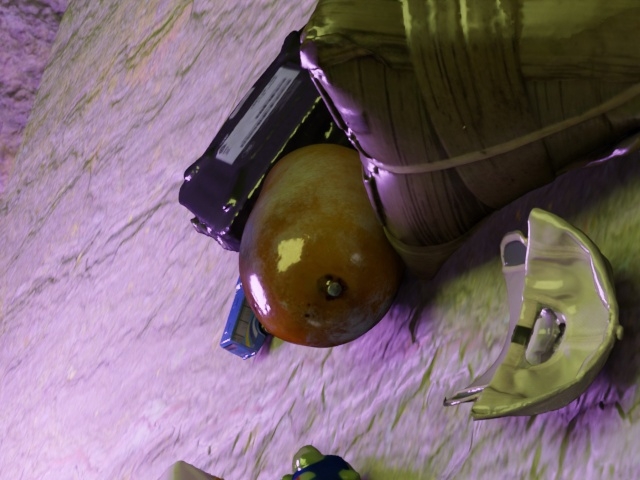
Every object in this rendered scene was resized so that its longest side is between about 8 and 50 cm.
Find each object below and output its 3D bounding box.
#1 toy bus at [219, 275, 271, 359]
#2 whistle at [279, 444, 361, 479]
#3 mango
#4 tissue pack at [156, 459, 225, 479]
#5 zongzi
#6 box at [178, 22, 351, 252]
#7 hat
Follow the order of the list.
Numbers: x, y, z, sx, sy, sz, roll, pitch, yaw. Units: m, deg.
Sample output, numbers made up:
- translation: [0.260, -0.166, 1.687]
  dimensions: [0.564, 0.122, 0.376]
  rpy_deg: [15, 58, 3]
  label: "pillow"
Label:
- translation: [-0.088, 0.084, 2.464]
  dimensions: [0.051, 0.061, 0.153]
  rpy_deg: [-26, 43, 57]
  label: "toy bus"
- translation: [0.005, 0.290, 2.035]
  dimensions: [0.105, 0.085, 0.227]
  rpy_deg: [-50, 25, 9]
  label: "whistle"
- translation: [0.000, 0.000, 2.193]
  dimensions: [0.384, 0.199, 0.221]
  rpy_deg: [-112, 43, -68]
  label: "mango"
- translation: [-0.180, 0.419, 2.239]
  dimensions: [0.185, 0.124, 0.225]
  rpy_deg: [-52, 26, 30]
  label: "tissue pack"
- translation: [0.274, -0.119, 1.890]
  dimensions: [0.500, 0.467, 0.218]
  rpy_deg: [-1, 55, 20]
  label: "zongzi"
- translation: [-0.059, -0.151, 2.567]
  dimensions: [0.359, 0.091, 0.350]
  rpy_deg: [-54, 21, -3]
  label: "box"
- translation: [0.221, 0.100, 1.802]
  dimensions: [0.226, 0.164, 0.219]
  rpy_deg: [59, -130, -71]
  label: "hat"
